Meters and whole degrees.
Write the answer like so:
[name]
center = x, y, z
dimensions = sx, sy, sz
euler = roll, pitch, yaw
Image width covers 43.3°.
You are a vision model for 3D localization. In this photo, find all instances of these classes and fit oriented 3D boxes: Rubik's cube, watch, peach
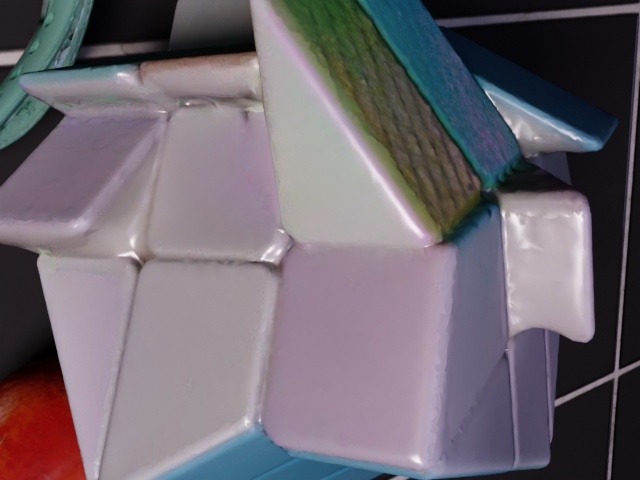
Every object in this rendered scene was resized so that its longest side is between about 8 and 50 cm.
[Rubik's cube]
center = 0.000, 0.000, 0.540
dimensions = 0.387, 0.358, 0.368
euler = 31, 63, -61
[watch]
center = -0.246, -0.162, 0.516
dimensions = 0.195, 0.068, 0.237
euler = 7, 94, -40
[peach]
center = -0.179, 0.179, 0.577
dimensions = 0.190, 0.192, 0.190
euler = -4, 98, -26
